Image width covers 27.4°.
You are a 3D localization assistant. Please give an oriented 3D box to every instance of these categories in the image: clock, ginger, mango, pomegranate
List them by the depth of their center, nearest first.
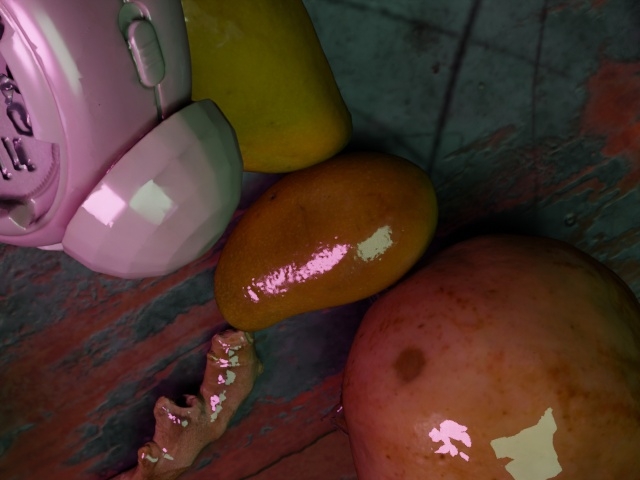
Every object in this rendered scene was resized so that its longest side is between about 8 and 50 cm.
[{"bbox_3d":[-0.223,-0.135,0.935,0.184,0.342,0.326,-33,121,-38],"label":"clock"},{"bbox_3d":[-0.090,-0.154,1.086,0.176,0.119,0.317,-45,127,9],"label":"mango"},{"bbox_3d":[0.000,0.000,1.187,0.227,0.136,0.099,-30,165,9],"label":"mango"},{"bbox_3d":[0.153,0.150,1.211,0.338,0.338,0.338,-7,118,-14],"label":"pomegranate"},{"bbox_3d":[-0.153,0.202,1.273,0.288,0.075,0.089,-49,143,5],"label":"ginger"}]
